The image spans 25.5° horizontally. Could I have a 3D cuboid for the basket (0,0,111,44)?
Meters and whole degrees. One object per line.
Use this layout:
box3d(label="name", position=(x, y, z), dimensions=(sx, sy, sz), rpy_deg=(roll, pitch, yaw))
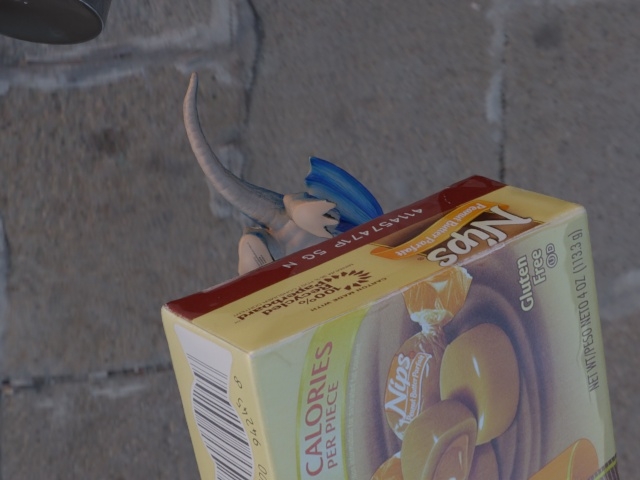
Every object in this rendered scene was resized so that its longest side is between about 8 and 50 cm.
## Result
box3d(label="basket", position=(-0.214, -0.285, 1.126), dimensions=(0.154, 0.204, 0.227), rpy_deg=(16, 72, -26))

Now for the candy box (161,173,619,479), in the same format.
box3d(label="candy box", position=(0.052, 0.150, 0.673), dimensions=(0.183, 0.087, 0.317), rpy_deg=(-22, 113, -27))

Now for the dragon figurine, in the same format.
box3d(label="dragon figurine", position=(0.000, 0.000, 0.994), dimensions=(0.289, 0.144, 0.085), rpy_deg=(41, 103, -9))
